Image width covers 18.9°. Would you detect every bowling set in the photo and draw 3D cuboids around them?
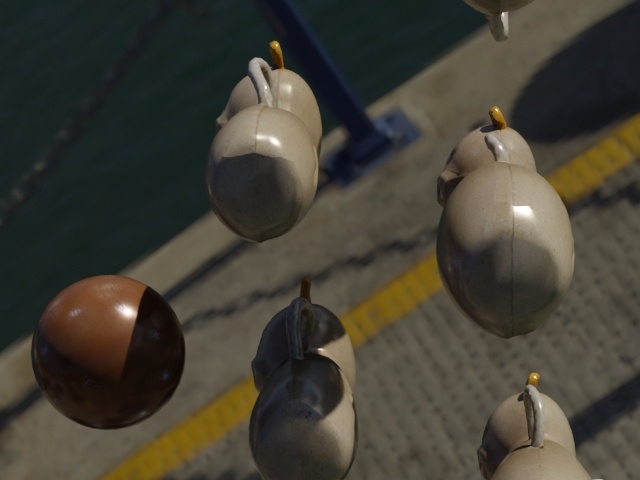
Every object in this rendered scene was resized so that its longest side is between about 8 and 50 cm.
[{"bbox_3d":[0.000,0.000,0.705,0.200,0.287,0.154,-3,14,3],"label":"bowling set"}]

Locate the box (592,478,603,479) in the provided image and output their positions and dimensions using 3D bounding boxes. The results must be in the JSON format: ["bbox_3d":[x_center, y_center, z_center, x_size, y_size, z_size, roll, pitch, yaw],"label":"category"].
[{"bbox_3d":[0.165,0.267,1.128,0.113,0.094,0.275,-8,35,-14],"label":"box"}]
